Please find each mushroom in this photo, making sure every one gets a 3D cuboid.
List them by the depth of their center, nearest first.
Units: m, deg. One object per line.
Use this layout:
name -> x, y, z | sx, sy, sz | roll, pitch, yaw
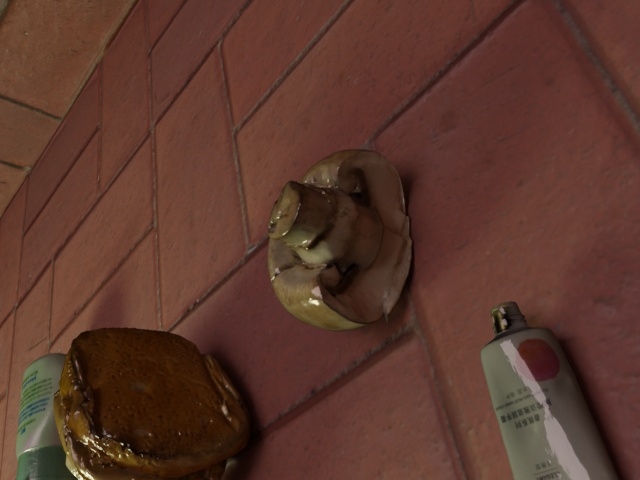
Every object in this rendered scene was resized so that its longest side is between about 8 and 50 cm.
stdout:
mushroom -> 0.000, 0.000, 0.913 | 0.189, 0.195, 0.254 | -20, 57, 50

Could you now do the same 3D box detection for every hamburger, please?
hamburger -> -0.281, 0.277, 1.063 | 0.304, 0.284, 0.174 | 44, 112, 50

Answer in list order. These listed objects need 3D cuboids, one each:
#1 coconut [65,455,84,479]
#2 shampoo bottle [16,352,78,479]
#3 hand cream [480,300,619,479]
coconut -> -0.371, 0.388, 1.223 | 0.194, 0.194, 0.195 | -25, 56, 43
shampoo bottle -> -0.625, 0.454, 1.524 | 0.221, 0.151, 0.350 | -35, 49, 30
hand cream -> 0.231, 0.219, 0.637 | 0.124, 0.077, 0.341 | -35, 54, 36
